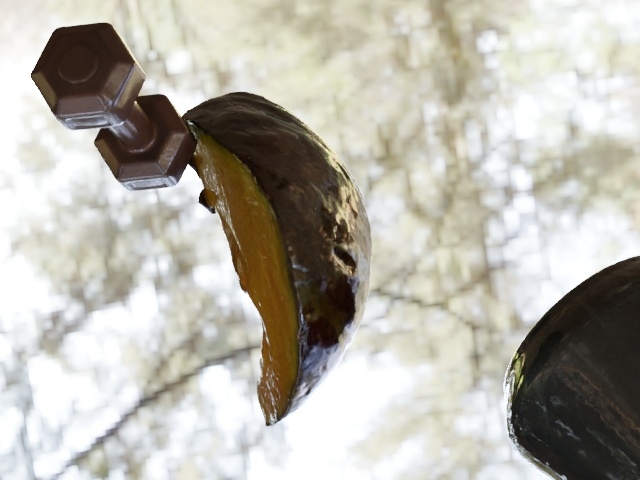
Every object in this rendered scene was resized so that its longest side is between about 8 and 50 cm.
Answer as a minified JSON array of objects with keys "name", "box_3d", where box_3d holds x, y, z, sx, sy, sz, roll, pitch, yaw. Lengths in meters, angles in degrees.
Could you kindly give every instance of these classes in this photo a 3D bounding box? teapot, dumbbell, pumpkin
[{"name":"teapot","box_3d":[0.367,0.186,1.672,0.300,0.344,0.253,-43,151,7]},{"name":"dumbbell","box_3d":[-0.175,-0.112,1.585,0.092,0.082,0.231,-7,163,10]},{"name":"pumpkin","box_3d":[0.000,0.000,1.685,0.169,0.312,0.148,-14,-179,-28]}]
